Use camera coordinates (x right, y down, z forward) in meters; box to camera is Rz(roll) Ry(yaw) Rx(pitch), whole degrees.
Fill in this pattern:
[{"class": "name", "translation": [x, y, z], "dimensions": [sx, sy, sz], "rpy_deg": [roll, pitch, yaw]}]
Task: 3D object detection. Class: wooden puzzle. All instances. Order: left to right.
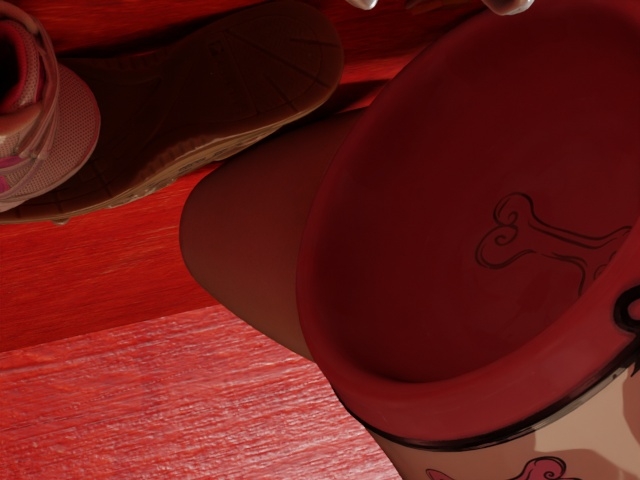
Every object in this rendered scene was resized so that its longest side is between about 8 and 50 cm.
[{"class": "wooden puzzle", "translation": [0.098, -0.175, 1.180], "dimensions": [0.079, 0.014, 0.116], "rpy_deg": [-16, 176, -33]}]

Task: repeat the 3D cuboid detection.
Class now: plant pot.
[{"class": "plant pot", "translation": [0.000, 0.000, 1.612], "dimensions": [0.256, 0.256, 0.274], "rpy_deg": [-9, -172, -40]}]

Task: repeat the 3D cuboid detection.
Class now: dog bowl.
[{"class": "dog bowl", "translation": [0.153, -0.004, 1.252], "dimensions": [0.408, 0.408, 0.150], "rpy_deg": [-19, 137, 39]}]

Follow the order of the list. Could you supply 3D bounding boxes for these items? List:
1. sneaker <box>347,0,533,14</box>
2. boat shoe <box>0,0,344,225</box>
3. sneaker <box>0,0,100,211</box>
[{"class": "sneaker", "translation": [0.101, -0.162, 0.782], "dimensions": [0.262, 0.121, 0.099], "rpy_deg": [-12, 174, -18]}, {"class": "boat shoe", "translation": [-0.120, -0.073, 1.157], "dimensions": [0.285, 0.104, 0.089], "rpy_deg": [-15, 171, -1]}, {"class": "sneaker", "translation": [-0.186, -0.076, 0.988], "dimensions": [0.111, 0.103, 0.252], "rpy_deg": [-15, 175, 24]}]
